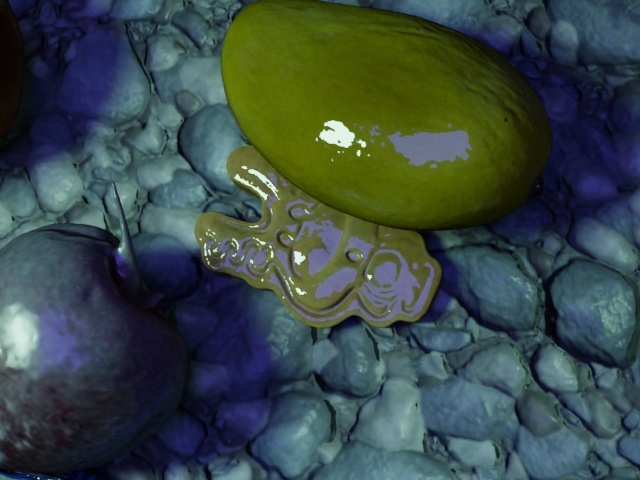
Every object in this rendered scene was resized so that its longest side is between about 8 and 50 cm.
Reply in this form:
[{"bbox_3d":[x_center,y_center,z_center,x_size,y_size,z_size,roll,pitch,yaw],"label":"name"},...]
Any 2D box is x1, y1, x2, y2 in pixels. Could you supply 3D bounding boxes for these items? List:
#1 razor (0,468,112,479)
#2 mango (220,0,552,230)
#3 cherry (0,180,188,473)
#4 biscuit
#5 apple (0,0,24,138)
[{"bbox_3d":[-0.176,0.234,1.072,0.324,0.093,0.056,12,116,15],"label":"razor"},{"bbox_3d":[0.046,-0.112,1.058,0.331,0.142,0.195,18,61,19],"label":"mango"},{"bbox_3d":[-0.225,0.096,1.042,0.266,0.183,0.213,-40,66,16],"label":"cherry"},{"bbox_3d":[-0.001,0.004,1.101,0.236,0.040,0.144,25,89,16],"label":"biscuit"},{"bbox_3d":[-0.390,-0.166,1.107,0.201,0.218,0.218,2,79,3],"label":"apple"}]
